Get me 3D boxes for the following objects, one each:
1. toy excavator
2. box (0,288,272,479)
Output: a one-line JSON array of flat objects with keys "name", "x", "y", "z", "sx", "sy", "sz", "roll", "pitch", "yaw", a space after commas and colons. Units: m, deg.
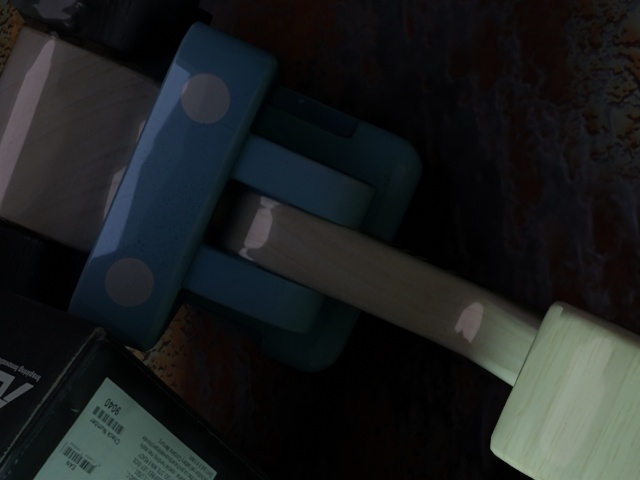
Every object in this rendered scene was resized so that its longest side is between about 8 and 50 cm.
[{"name": "toy excavator", "x": 0.000, "y": 0.000, "z": 0.841, "sx": 0.433, "sy": 0.445, "sz": 0.222, "roll": -111, "pitch": 44, "yaw": -85}, {"name": "box", "x": -0.113, "y": 0.147, "z": 0.781, "sx": 0.318, "sy": 0.395, "sz": 0.097, "roll": 18, "pitch": 67, "yaw": 45}]
